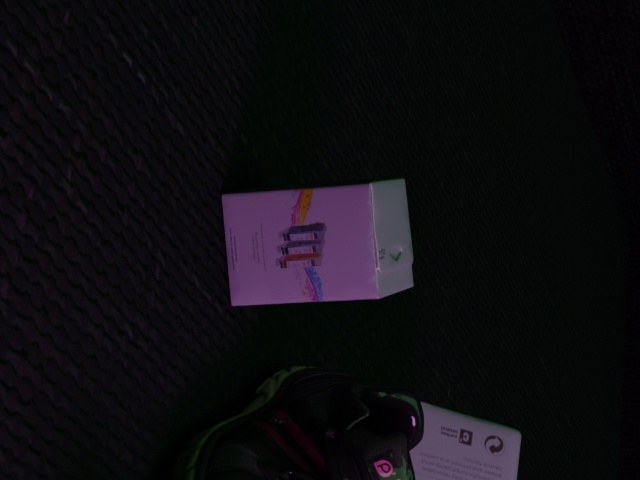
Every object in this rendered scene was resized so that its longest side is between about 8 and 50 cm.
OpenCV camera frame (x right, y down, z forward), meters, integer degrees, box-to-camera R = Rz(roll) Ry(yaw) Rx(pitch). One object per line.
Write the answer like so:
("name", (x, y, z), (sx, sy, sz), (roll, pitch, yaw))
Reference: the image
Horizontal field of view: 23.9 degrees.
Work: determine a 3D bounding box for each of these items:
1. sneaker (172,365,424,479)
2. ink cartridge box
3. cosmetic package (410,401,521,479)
("sneaker", (-0.013, 0.253, 1.557), (0.483, 0.202, 0.185), (-51, 134, -61))
("ink cartridge box", (0.000, 0.000, 1.659), (0.128, 0.176, 0.127), (-14, 100, -69))
("cosmetic package", (0.099, 0.442, 1.764), (0.230, 0.161, 0.453), (121, -17, -56))
